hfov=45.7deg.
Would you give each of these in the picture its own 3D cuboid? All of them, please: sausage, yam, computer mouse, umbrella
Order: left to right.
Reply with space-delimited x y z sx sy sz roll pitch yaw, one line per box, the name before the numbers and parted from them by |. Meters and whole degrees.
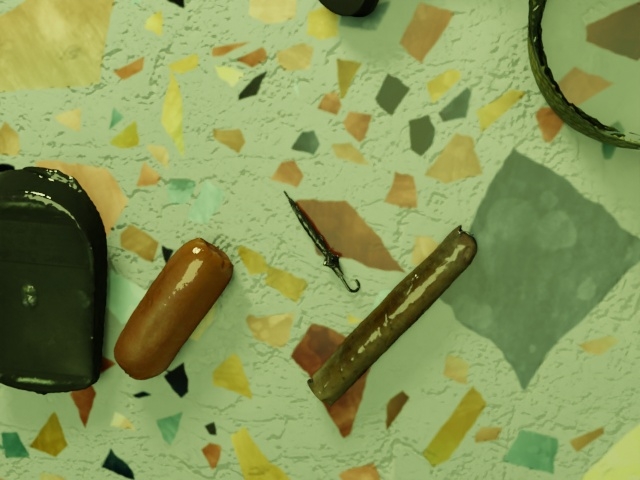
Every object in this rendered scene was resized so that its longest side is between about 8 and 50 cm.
computer mouse | -0.345 0.050 0.944 0.168 0.087 0.296 6 109 5
sausage | -0.180 0.085 0.914 0.076 0.076 0.198 38 103 7
umbrella | -0.003 0.003 0.896 0.022 0.022 0.149 -37 85 -30
yam | 0.083 0.088 0.871 0.046 0.046 0.264 44 103 5

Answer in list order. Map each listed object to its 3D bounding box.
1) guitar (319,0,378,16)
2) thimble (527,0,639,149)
guitar | 0.073 -0.365 0.795 0.084 0.038 0.271 41 119 21
thimble | 0.334 -0.215 0.738 0.270 0.150 0.271 1 95 13
